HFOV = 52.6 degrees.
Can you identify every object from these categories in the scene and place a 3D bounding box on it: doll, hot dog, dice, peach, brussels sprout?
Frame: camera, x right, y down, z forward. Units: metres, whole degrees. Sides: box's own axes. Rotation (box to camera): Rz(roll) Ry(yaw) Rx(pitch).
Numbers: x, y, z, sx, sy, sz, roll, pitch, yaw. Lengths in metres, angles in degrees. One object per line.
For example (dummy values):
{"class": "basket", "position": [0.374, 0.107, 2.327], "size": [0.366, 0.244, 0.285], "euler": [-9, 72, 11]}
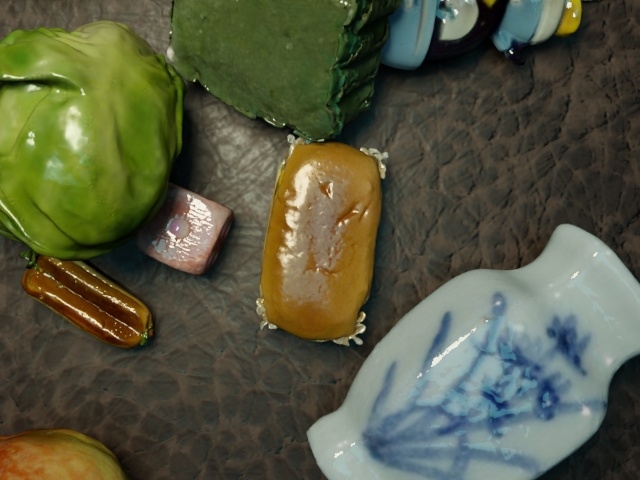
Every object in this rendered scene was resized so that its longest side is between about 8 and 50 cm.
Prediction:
{"class": "doll", "position": [0.158, -0.298, 0.783], "size": [0.314, 0.141, 0.177], "euler": [-2, 100, -5]}
{"class": "hot dog", "position": [-0.293, 0.072, 0.813], "size": [0.188, 0.055, 0.072], "euler": [34, 86, -1]}
{"class": "dice", "position": [-0.166, -0.014, 0.798], "size": [0.094, 0.091, 0.093], "euler": [26, 90, -1]}
{"class": "peach", "position": [-0.323, 0.323, 0.728], "size": [0.257, 0.232, 0.232], "euler": [45, 89, -4]}
{"class": "brussels sprout", "position": [-0.274, -0.108, 0.706], "size": [0.227, 0.259, 0.294], "euler": [34, 54, -34]}

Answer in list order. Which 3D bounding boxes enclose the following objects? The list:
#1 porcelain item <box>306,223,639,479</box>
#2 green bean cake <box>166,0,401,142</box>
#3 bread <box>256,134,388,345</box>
{"class": "porcelain item", "position": [0.191, 0.171, 0.766], "size": [0.405, 0.178, 0.242], "euler": [-38, 91, -2]}
{"class": "green bean cake", "position": [-0.041, -0.260, 0.718], "size": [0.241, 0.132, 0.255], "euler": [26, 132, 14]}
{"class": "bread", "position": [0.000, 0.000, 0.797], "size": [0.136, 0.107, 0.241], "euler": [9, 90, -4]}
